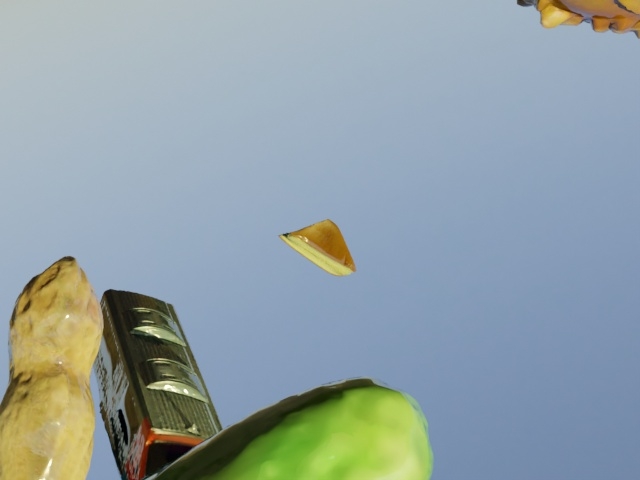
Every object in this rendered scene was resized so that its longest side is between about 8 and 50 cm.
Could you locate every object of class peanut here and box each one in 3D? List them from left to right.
[{"bbox_3d":[-0.229,0.126,1.205,0.086,0.227,0.104,7,177,-18],"label":"peanut"}]

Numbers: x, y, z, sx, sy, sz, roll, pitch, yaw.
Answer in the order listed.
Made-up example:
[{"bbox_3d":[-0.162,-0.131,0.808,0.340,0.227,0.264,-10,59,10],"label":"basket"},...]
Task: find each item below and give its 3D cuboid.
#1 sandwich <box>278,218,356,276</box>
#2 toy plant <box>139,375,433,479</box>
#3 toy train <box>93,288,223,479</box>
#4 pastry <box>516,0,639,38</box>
[{"bbox_3d":[0.000,0.000,1.394,0.031,0.083,0.044,-25,-141,43],"label":"sandwich"},{"bbox_3d":[-0.170,0.154,0.511,0.356,0.317,0.210,19,-161,-13],"label":"toy plant"},{"bbox_3d":[-0.154,0.150,1.344,0.086,0.089,0.409,15,-167,-19],"label":"toy train"},{"bbox_3d":[0.214,-0.221,0.697,0.284,0.184,0.316,-49,-175,-32],"label":"pastry"}]
